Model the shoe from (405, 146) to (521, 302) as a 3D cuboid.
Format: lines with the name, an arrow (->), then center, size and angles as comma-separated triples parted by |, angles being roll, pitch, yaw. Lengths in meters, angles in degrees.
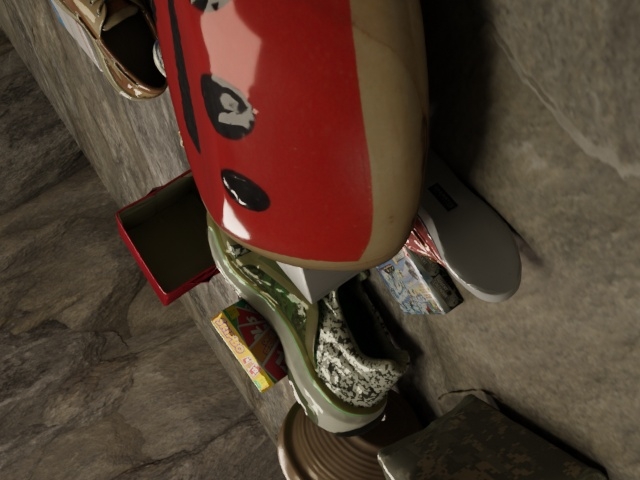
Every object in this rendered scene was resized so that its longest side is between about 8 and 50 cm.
shoe -> 0.119, -0.003, 0.914 | 0.178, 0.063, 0.081 | 56, 168, 31

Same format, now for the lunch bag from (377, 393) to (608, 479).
lunch bag -> 0.217, 0.348, 1.105 | 0.235, 0.169, 0.287 | 25, 140, 64

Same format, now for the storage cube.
storage cube -> -0.280, 0.000, 2.037 | 0.215, 0.184, 0.193 | 57, 167, 4

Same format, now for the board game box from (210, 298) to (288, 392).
board game box -> -0.046, 0.118, 1.490 | 0.124, 0.039, 0.259 | 54, -151, 4

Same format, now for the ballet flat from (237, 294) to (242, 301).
ballet flat -> -0.133, 0.052, 1.929 | 0.250, 0.058, 0.084 | 91, 174, -56

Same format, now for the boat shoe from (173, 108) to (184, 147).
boat shoe -> -0.200, -0.169, 1.652 | 0.170, 0.059, 0.063 | 49, 164, 32

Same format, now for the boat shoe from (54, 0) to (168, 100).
boat shoe -> -0.323, -0.362, 1.576 | 0.324, 0.123, 0.116 | 57, 161, -25

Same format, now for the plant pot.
plant pot -> 0.066, 0.282, 1.453 | 0.237, 0.237, 0.109 | 50, 134, 29

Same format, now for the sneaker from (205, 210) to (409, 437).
sneaker -> 0.000, 0.051, 1.387 | 0.410, 0.158, 0.182 | 57, 135, 12

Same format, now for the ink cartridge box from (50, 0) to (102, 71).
ink cartridge box -> -0.424, -0.418, 1.843 | 0.190, 0.082, 0.139 | 47, 163, 33

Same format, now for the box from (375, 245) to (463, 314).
box -> 0.099, 0.036, 1.127 | 0.094, 0.027, 0.137 | 58, 166, -5

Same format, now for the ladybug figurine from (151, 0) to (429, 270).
ladybug figurine -> -0.034, -0.145, 0.823 | 0.449, 0.162, 0.305 | 86, 159, -47

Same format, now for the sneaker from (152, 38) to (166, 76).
sneaker -> -0.195, -0.245, 1.515 | 0.135, 0.052, 0.058 | 56, 158, -23

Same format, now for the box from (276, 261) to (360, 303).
box -> 0.000, 0.000, 1.238 | 0.087, 0.101, 0.102 | 49, 165, 31
